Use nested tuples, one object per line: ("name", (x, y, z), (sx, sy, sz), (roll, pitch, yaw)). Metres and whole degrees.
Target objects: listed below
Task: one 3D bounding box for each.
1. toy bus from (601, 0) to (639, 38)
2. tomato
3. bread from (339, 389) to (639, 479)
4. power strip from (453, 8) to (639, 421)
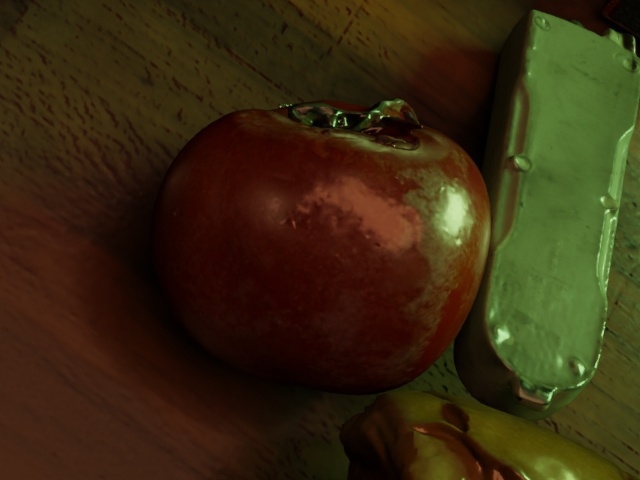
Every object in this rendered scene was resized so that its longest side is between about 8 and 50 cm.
("toy bus", (0.273, -0.125, 1.117), (0.192, 0.065, 0.077), (31, 57, -13))
("tomato", (0.000, 0.000, 0.926), (0.187, 0.187, 0.151), (-1, 112, -23))
("bread", (0.147, 0.196, 0.916), (0.344, 0.195, 0.149), (32, 72, -15))
("power strip", (0.128, -0.017, 0.991), (0.080, 0.048, 0.286), (22, 50, -11))
